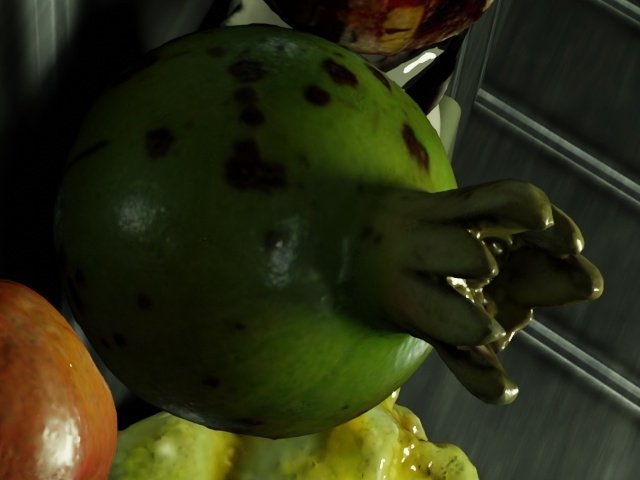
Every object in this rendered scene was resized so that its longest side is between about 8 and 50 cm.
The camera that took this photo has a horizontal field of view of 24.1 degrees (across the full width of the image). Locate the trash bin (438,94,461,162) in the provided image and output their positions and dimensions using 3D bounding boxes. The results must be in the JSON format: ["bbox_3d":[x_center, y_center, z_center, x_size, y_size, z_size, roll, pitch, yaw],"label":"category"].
[{"bbox_3d":[0.019,-0.023,1.308,0.122,0.164,0.240,95,15,-56],"label":"trash bin"}]

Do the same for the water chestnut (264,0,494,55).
[{"bbox_3d":[0.019,-0.211,0.866,0.223,0.238,0.224,167,-90,-72],"label":"water chestnut"}]

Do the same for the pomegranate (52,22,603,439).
[{"bbox_3d":[-0.016,-0.005,0.800,0.306,0.242,0.242,-3,-115,67],"label":"pomegranate"}]

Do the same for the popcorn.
[{"bbox_3d":[-0.018,0.256,1.153,0.326,0.290,0.321,-132,-150,-64],"label":"popcorn"}]

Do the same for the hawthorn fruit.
[{"bbox_3d":[-0.154,0.073,0.638,0.125,0.140,0.125,-32,150,-21],"label":"hawthorn fruit"}]

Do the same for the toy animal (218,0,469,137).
[{"bbox_3d":[0.011,-0.104,1.096,0.235,0.165,0.187,98,15,-56],"label":"toy animal"}]
